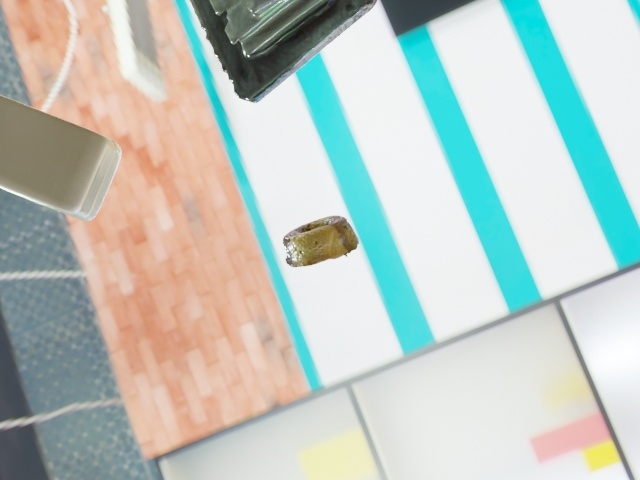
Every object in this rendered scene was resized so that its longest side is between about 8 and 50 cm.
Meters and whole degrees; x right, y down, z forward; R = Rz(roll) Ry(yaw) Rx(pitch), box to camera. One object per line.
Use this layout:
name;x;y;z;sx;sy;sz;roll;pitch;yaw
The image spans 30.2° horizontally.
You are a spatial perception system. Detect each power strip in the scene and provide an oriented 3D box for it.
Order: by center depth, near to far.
power strip;-0.063;-0.293;1.358;0.064;0.213;0.198;8;-131;-62

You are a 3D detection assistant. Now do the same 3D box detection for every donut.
donut;0.000;0.000;1.956;0.140;0.140;0.059;-64;-44;-76

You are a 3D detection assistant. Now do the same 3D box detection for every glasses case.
glasses case;-0.464;-0.141;1.789;0.070;0.312;0.131;45;-114;-76
